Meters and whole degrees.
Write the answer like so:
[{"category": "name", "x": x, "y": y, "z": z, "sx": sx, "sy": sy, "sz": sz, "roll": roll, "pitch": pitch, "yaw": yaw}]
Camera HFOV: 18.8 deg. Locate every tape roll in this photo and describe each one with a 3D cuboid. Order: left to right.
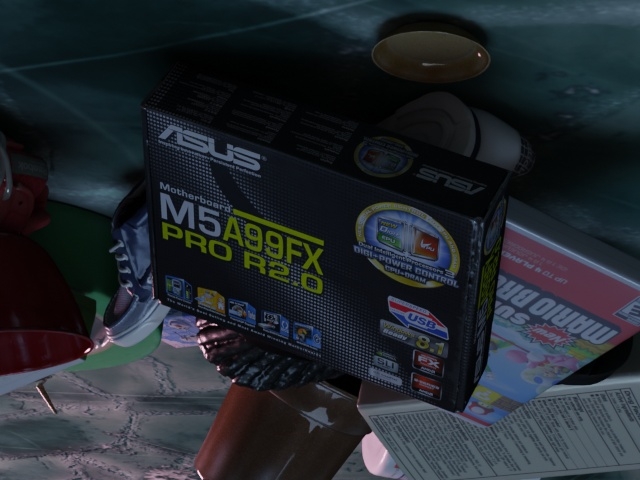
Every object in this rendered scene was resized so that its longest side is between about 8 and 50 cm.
[{"category": "tape roll", "x": -0.307, "y": 0.044, "z": 1.837, "sx": 0.321, "sy": 0.077, "sz": 0.321, "roll": 4, "pitch": 160, "yaw": 1}]

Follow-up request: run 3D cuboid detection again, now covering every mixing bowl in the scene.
[{"category": "mixing bowl", "x": -0.276, "y": 0.047, "z": 1.544, "sx": 0.181, "sy": 0.098, "sz": 0.181, "roll": -8, "pitch": 167, "yaw": -2}]

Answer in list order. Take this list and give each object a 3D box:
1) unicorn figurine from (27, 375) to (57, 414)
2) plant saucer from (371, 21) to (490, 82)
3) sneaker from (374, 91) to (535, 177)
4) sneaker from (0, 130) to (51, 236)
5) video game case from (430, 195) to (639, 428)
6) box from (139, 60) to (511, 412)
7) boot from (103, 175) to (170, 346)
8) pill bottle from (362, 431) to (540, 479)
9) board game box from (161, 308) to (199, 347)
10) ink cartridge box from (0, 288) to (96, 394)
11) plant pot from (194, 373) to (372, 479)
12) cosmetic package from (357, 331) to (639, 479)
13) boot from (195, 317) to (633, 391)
[{"category": "unicorn figurine", "x": -0.334, "y": 0.115, "z": 1.858, "sx": 0.111, "sy": 0.060, "sz": 0.162, "roll": 23, "pitch": 169, "yaw": -42}, {"category": "plant saucer", "x": 0.078, "y": -0.134, "z": 1.351, "sx": 0.083, "sy": 0.015, "sz": 0.083, "roll": 4, "pitch": 161, "yaw": 2}, {"category": "sneaker", "x": 0.055, "y": -0.046, "z": 1.506, "sx": 0.235, "sy": 0.090, "sz": 0.095, "roll": -13, "pitch": 163, "yaw": 43}, {"category": "sneaker", "x": -0.289, "y": -0.065, "z": 1.528, "sx": 0.136, "sy": 0.116, "sz": 0.314, "roll": -6, "pitch": 166, "yaw": 1}, {"category": "video game case", "x": 0.123, "y": 0.057, "z": 1.538, "sx": 0.204, "sy": 0.025, "sz": 0.285, "roll": 25, "pitch": 146, "yaw": -17}, {"category": "box", "x": 0.000, "y": 0.000, "z": 1.441, "sx": 0.270, "sy": 0.060, "sz": 0.216, "roll": 20, "pitch": 140, "yaw": 16}, {"category": "boot", "x": -0.155, "y": 0.011, "z": 1.666, "sx": 0.086, "sy": 0.069, "sz": 0.190, "roll": 24, "pitch": 121, "yaw": -29}, {"category": "pill bottle", "x": 0.154, "y": 0.226, "z": 2.179, "sx": 0.193, "sy": 0.108, "sz": 0.108, "roll": 12, "pitch": 159, "yaw": -16}, {"category": "board game box", "x": -0.139, "y": 0.086, "z": 1.995, "sx": 0.090, "sy": 0.020, "sz": 0.090, "roll": -7, "pitch": 157, "yaw": 33}, {"category": "ink cartridge box", "x": -0.308, "y": 0.088, "z": 1.732, "sx": 0.109, "sy": 0.062, "sz": 0.209, "roll": 27, "pitch": 146, "yaw": -34}, {"category": "plant pot", "x": -0.033, "y": 0.186, "z": 1.935, "sx": 0.167, "sy": 0.165, "sz": 0.167, "roll": 29, "pitch": -168, "yaw": -6}, {"category": "cosmetic package", "x": 0.204, "y": 0.134, "z": 1.826, "sx": 0.296, "sy": 0.129, "sz": 0.153, "roll": -7, "pitch": 137, "yaw": 26}, {"category": "boot", "x": 0.079, "y": 0.072, "z": 1.737, "sx": 0.348, "sy": 0.131, "sz": 0.260, "roll": 20, "pitch": 150, "yaw": -9}]
